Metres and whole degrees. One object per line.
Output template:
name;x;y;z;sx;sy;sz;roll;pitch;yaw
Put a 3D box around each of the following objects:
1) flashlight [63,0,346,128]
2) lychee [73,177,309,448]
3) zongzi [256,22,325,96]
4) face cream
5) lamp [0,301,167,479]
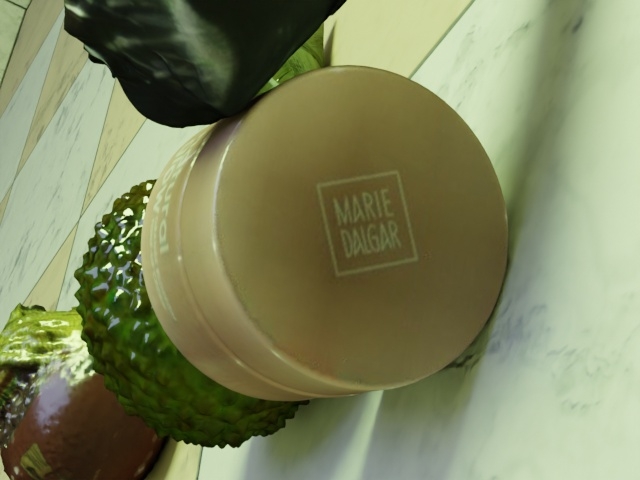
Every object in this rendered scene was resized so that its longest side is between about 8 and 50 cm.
flashlight;0.035;-0.214;0.766;0.424;0.103;0.103;-51;8;-33
lychee;-0.059;0.042;0.854;0.171;0.171;0.171;-54;22;33
zongzi;-0.008;-0.123;1.084;0.113;0.052;0.104;-56;24;-11
face cream;0.000;0.000;0.728;0.104;0.149;0.149;-19;50;64
lamp;-0.178;0.115;1.105;0.156;0.135;0.157;-29;42;62
